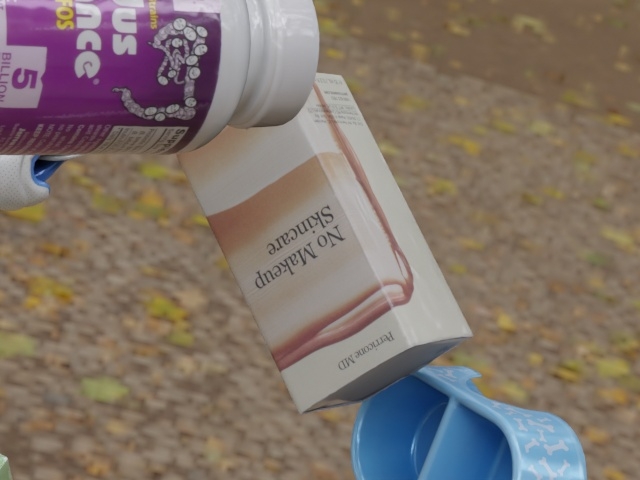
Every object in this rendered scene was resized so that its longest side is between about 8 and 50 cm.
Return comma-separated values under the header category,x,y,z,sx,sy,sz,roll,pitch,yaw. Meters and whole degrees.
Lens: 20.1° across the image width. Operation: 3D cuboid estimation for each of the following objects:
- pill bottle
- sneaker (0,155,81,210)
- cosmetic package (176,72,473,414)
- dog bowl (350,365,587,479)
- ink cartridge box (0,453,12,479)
category,x,y,z,sx,sy,sz,roll,pitch,yaw
pill bottle,-0.158,-0.146,1.322,0.302,0.169,0.169,-3,26,-33
sneaker,-0.312,-0.169,1.799,0.236,0.130,0.322,20,55,-4
cosmetic package,0.000,0.000,1.730,0.129,0.153,0.296,-4,63,-59
dog bowl,0.129,0.213,1.725,0.074,0.166,0.297,19,5,-33
ink cartridge box,-0.406,0.223,1.783,0.235,0.171,0.056,24,57,16
